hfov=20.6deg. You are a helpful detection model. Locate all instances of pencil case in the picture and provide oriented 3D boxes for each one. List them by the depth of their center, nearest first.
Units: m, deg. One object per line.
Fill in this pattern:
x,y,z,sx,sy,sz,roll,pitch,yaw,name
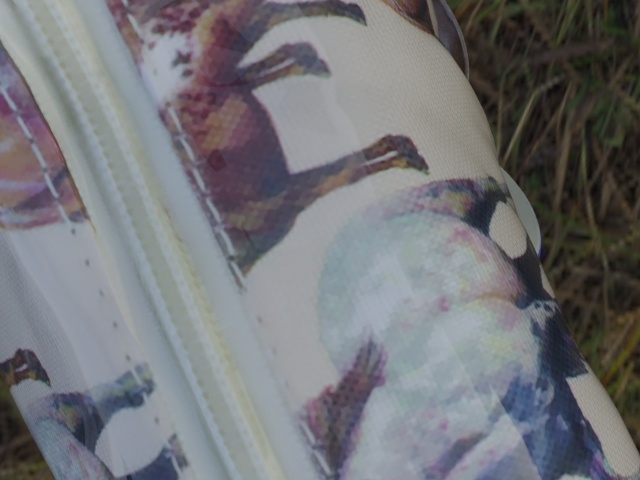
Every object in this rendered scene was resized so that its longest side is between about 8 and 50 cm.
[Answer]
0.003,0.055,0.444,0.160,0.183,0.410,-25,89,2,pencil case

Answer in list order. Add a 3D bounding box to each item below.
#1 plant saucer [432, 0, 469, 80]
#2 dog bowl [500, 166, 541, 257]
-0.004,-0.094,0.965,0.168,0.168,0.029,22,152,3,plant saucer
0.000,0.000,1.101,0.265,0.265,0.104,23,120,3,dog bowl
